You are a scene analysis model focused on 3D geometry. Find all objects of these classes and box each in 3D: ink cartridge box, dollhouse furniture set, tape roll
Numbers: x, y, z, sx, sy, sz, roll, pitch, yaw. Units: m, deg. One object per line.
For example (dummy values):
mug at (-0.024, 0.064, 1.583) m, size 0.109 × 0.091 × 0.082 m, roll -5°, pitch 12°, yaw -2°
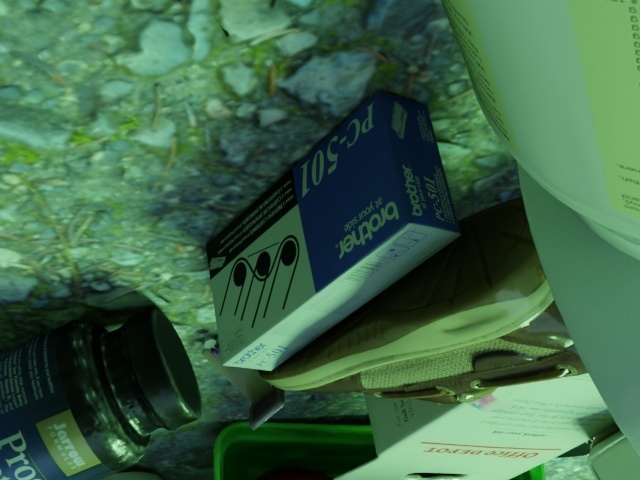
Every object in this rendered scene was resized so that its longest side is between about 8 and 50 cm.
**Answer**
ink cartridge box at (0.000, 0.000, 0.790) m, size 0.046 × 0.097 × 0.207 m, roll 11°, pitch 145°, yaw -36°
dollhouse furniture set at (-0.042, 0.082, 1.023) m, size 0.114 × 0.091 × 0.081 m, roll -40°, pitch 103°, yaw 8°
tape roll at (0.230, 0.016, 0.702) m, size 0.100 × 0.286 × 0.286 m, roll -28°, pitch 147°, yaw 28°
ink cartridge box at (0.172, 0.095, 0.999) m, size 0.207 × 0.119 × 0.353 m, roll 10°, pitch 145°, yaw -35°

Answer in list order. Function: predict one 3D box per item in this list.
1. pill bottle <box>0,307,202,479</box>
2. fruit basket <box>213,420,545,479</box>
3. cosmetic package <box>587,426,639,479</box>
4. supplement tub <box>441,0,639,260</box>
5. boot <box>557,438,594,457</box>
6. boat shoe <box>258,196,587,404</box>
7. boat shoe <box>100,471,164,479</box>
pill bottle at (-0.210, 0.136, 0.931) m, size 0.219 × 0.123 × 0.123 m, roll -23°, pitch 151°, yaw 4°
fruit basket at (0.075, 0.322, 1.188) m, size 0.392 × 0.283 × 0.392 m, roll -1°, pitch 165°, yaw 0°
cosmetic package at (0.343, 0.193, 1.092) m, size 0.153 × 0.129 × 0.296 m, roll -32°, pitch 173°, yaw 13°
supplement tub at (0.151, -0.137, 0.440) m, size 0.235 × 0.235 × 0.325 m, roll -17°, pitch 152°, yaw 12°
boot at (0.258, 0.239, 1.375) m, size 0.099 × 0.045 × 0.121 m, roll -6°, pitch 146°, yaw -3°
boat shoe at (0.076, 0.070, 0.829) m, size 0.123 × 0.123 × 0.342 m, roll 40°, pitch 148°, yaw -17°
boat shoe at (-0.197, 0.301, 1.317) m, size 0.066 × 0.063 × 0.184 m, roll -12°, pitch 152°, yaw 4°
